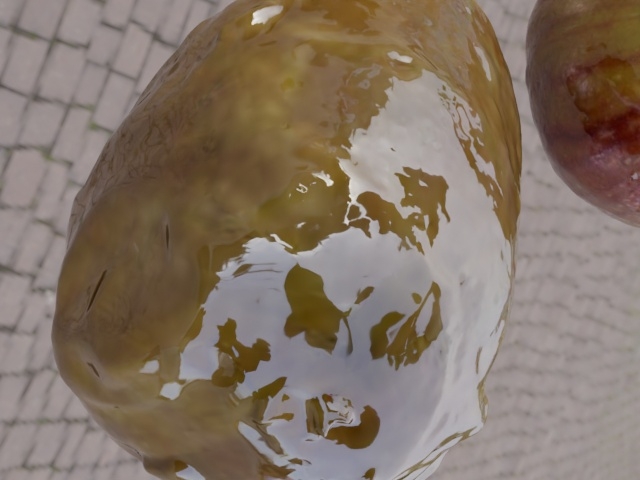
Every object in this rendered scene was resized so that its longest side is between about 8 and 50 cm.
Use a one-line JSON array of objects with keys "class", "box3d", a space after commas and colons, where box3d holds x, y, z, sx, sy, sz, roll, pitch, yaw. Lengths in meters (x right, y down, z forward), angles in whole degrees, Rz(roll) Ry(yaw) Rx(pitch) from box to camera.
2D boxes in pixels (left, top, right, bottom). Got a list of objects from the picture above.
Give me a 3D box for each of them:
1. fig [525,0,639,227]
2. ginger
[{"class": "fig", "box3d": [0.216, -0.093, 0.848, 0.175, 0.207, 0.175, 4, 83, -35]}, {"class": "ginger", "box3d": [-0.002, -0.002, 0.725, 0.200, 0.223, 0.269, 35, 100, -35]}]
